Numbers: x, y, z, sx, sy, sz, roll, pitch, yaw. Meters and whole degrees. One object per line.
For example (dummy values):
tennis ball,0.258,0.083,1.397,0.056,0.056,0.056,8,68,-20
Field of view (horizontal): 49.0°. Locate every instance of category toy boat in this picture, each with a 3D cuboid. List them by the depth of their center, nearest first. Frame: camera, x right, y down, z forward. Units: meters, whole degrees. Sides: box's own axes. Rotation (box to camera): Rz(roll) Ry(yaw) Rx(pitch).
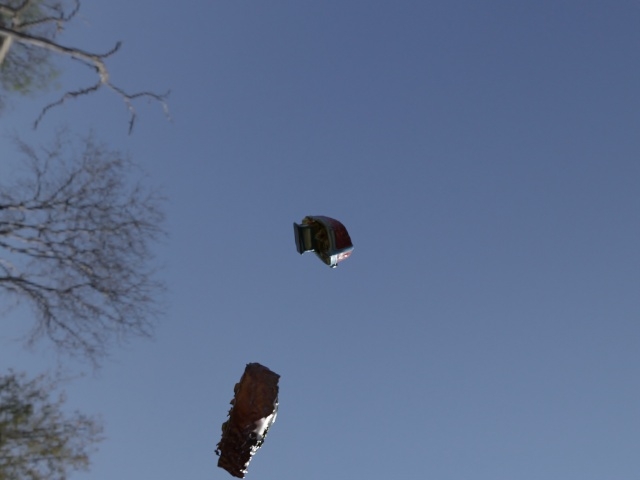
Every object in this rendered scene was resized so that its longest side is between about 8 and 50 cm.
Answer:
toy boat,0.000,0.000,1.087,0.173,0.059,0.069,-147,-130,-66

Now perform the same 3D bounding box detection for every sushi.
sushi,-0.155,0.389,1.543,0.161,0.108,0.241,115,-6,-63
